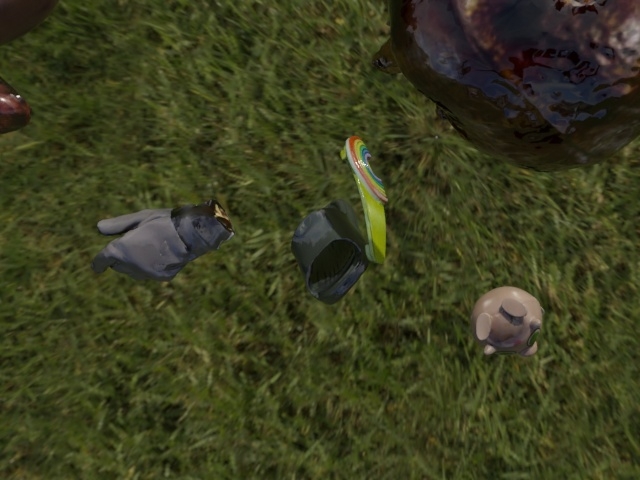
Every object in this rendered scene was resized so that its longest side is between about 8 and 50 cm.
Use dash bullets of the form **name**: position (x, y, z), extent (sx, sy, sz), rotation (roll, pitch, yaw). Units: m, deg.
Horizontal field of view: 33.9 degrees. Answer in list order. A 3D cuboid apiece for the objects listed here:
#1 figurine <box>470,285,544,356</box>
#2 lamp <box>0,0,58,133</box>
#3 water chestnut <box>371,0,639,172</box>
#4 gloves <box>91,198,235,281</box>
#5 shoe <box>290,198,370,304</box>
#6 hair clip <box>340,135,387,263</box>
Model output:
- **figurine**: position (0.310, 0.138, 1.744), extent (0.125, 0.138, 0.125), rotation (-6, 73, 21)
- **lamp**: position (-0.305, -0.218, 0.920), extent (0.223, 0.151, 0.215), rotation (-43, 118, 6)
- **water chestnut**: position (0.168, -0.217, 0.948), extent (0.347, 0.335, 0.335), rotation (-15, 94, 37)
- **gloves**: position (-0.279, 0.000, 1.786), extent (0.285, 0.119, 0.142), rotation (-22, 100, 30)
- **shoe**: position (0.000, 0.000, 1.504), extent (0.093, 0.241, 0.108), rotation (35, 108, -20)
- **hair clip**: position (0.061, -0.059, 1.391), extent (0.033, 0.060, 0.188), rotation (-22, 68, 28)
